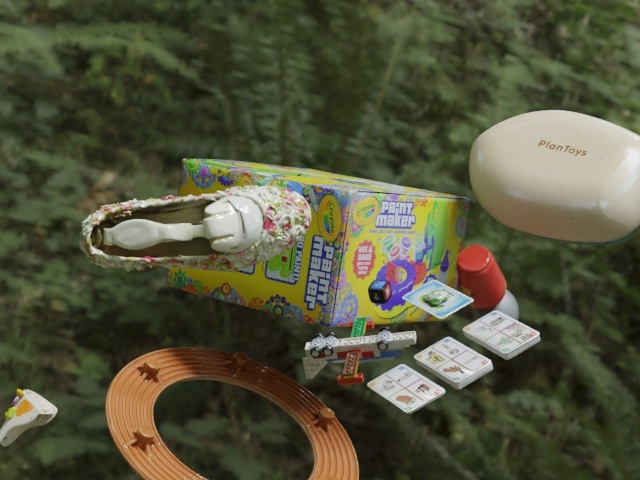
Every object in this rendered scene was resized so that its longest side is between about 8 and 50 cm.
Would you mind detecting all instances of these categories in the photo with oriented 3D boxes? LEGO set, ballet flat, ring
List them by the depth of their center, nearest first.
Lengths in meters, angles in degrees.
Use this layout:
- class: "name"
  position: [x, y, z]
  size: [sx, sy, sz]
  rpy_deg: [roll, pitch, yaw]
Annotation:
- class: "ballet flat"
  position: [-0.130, -0.007, 1.431]
  size: [0.241, 0.091, 0.077]
  rpy_deg: [-9, -1, 5]
- class: "LEGO set"
  position: [0.098, 0.118, 1.559]
  size: [0.182, 0.060, 0.244]
  rpy_deg: [-27, 31, -24]
- class: "ring"
  position: [-0.105, 0.237, 1.779]
  size: [0.337, 0.032, 0.336]
  rpy_deg: [19, 28, -11]

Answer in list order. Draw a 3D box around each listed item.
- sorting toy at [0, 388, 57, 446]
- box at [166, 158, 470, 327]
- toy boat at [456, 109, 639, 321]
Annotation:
- class: "sorting toy"
  position: [-0.368, 0.222, 1.719]
  size: [0.045, 0.075, 0.083]
  rpy_deg: [38, -3, 8]
- class: "box"
  position: [0.000, 0.000, 1.896]
  size: [0.279, 0.177, 0.290]
  rpy_deg: [12, 6, 36]
- class: "toy boat"
  position: [0.280, -0.026, 1.825]
  size: [0.268, 0.148, 0.318]
  rpy_deg: [23, 64, 36]
